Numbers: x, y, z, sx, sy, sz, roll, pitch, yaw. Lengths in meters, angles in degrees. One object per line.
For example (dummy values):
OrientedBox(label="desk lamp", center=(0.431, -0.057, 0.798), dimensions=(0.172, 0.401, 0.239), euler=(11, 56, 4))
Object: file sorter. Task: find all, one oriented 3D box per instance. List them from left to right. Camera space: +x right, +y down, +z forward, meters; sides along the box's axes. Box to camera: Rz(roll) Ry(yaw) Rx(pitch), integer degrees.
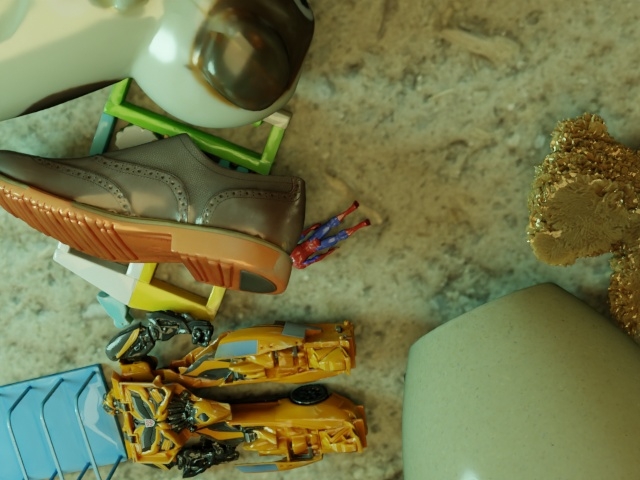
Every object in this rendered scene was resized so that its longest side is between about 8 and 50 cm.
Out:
OrientedBox(label="file sorter", center=(-0.322, 0.226, 1.621), dimensions=(0.170, 0.104, 0.118), euler=(-13, 102, 9))

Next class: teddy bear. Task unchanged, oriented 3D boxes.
OrientedBox(label="teddy bear", center=(0.374, -0.022, 1.498), dimensions=(0.338, 0.113, 0.245), euler=(-4, 111, -1))

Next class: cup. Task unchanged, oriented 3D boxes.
OrientedBox(label="cup", center=(0.214, 0.183, 1.473), dimensions=(0.331, 0.331, 0.237), euler=(-26, 77, 12))

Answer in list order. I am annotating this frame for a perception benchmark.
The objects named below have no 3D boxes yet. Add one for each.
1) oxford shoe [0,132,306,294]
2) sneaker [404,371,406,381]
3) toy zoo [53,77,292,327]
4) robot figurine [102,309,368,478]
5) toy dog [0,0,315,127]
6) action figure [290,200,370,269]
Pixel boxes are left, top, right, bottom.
OrientedBox(label="oxford shoe", center=(-0.189, -0.049, 1.515), dimensions=(0.364, 0.130, 0.132), euler=(15, 73, 9))
OrientedBox(label="sneaker", center=(0.126, 0.167, 1.603), dimensions=(0.035, 0.031, 0.083), euler=(-27, 110, 41))
OrientedBox(label="toy zoo", center=(-0.170, -0.037, 1.574), dimensions=(0.192, 0.030, 0.293), euler=(21, 106, 0))
OrientedBox(label="robot figurine", center=(-0.100, 0.172, 1.586), dimensions=(0.291, 0.085, 0.211), euler=(-6, 114, 6))
OrientedBox(label="toy dog", center=(-0.208, -0.227, 1.388), dimensions=(0.408, 0.284, 0.395), euler=(8, 87, -4))
OrientedBox(label="action figure", center=(0.000, 0.000, 1.569), dimensions=(0.115, 0.030, 0.038), euler=(-32, 94, 17))
